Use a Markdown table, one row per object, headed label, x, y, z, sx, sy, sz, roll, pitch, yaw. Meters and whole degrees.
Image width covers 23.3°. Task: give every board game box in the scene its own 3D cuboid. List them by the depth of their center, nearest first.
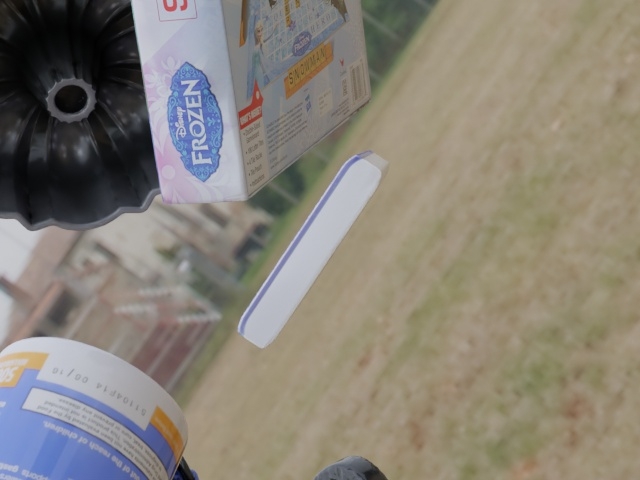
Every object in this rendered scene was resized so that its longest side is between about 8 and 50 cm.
| label | x | y | z | sx | sy | sz | roll | pitch | yaw |
| --- | --- | --- | --- | --- | --- | --- | --- | --- | --- |
| board game box | -0.049 | -0.219 | 1.100 | 0.319 | 0.066 | 0.318 | -44 | -50 | -67 |

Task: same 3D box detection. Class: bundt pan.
| label | x | y | z | sx | sy | sz | roll | pitch | yaw |
| --- | --- | --- | --- | --- | --- | --- | --- | --- | --- |
| bundt pan | -0.280 | -0.179 | 1.691 | 0.331 | 0.331 | 0.124 | -54 | 32 | 18 |

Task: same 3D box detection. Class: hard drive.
| label | x | y | z | sx | sy | sz | roll | pitch | yaw |
| --- | --- | --- | --- | --- | --- | --- | --- | --- | --- |
| hard drive | 0.000 | 0.000 | 1.662 | 0.210 | 0.040 | 0.318 | -56 | -1 | 6 |

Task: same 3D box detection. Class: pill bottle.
| label | x | y | z | sx | sy | sz | roll | pitch | yaw |
| --- | --- | --- | --- | --- | --- | --- | --- | --- | --- |
| pill bottle | -0.204 | 0.213 | 1.035 | 0.152 | 0.152 | 0.272 | -50 | 13 | 54 |

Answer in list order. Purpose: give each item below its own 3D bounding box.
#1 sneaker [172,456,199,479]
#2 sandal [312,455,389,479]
| label | x | y | z | sx | sy | sz | roll | pitch | yaw |
| --- | --- | --- | --- | --- | --- | --- | --- | --- | --- |
| sneaker | -0.134 | 0.307 | 1.602 | 0.127 | 0.316 | 0.182 | -63 | -3 | -19 |
| sandal | 0.152 | 0.460 | 1.960 | 0.107 | 0.445 | 0.167 | -14 | -23 | -50 |
